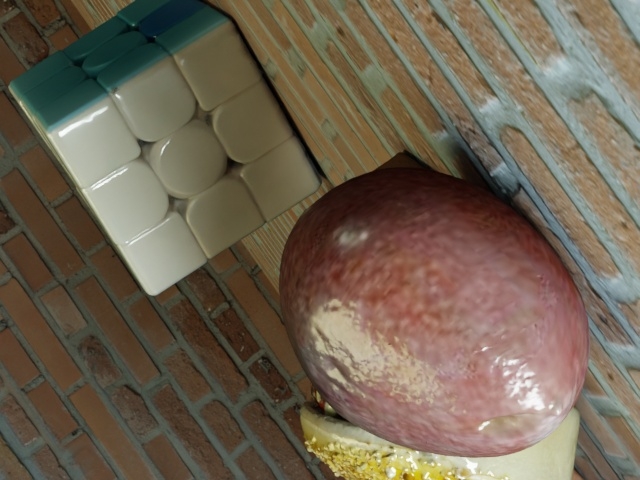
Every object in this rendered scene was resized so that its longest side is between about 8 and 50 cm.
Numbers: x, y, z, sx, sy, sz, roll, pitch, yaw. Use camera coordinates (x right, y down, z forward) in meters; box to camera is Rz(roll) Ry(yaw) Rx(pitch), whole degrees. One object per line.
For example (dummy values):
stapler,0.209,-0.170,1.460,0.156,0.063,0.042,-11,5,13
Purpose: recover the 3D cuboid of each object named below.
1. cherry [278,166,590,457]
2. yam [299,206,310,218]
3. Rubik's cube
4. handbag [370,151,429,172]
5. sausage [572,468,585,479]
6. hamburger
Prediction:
cherry,0.097,0.064,1.103,0.307,0.221,0.261,27,156,46
yam,0.000,0.000,1.960,0.081,0.081,0.357,54,173,6
Rubik's cube,-0.221,-0.151,1.851,0.291,0.291,0.290,60,172,-29
handbag,0.118,0.016,1.314,0.193,0.072,0.151,61,170,-30
sausage,0.236,0.255,1.569,0.419,0.094,0.094,52,-160,20
hamburger,0.122,0.195,1.354,0.302,0.170,0.302,24,179,1
